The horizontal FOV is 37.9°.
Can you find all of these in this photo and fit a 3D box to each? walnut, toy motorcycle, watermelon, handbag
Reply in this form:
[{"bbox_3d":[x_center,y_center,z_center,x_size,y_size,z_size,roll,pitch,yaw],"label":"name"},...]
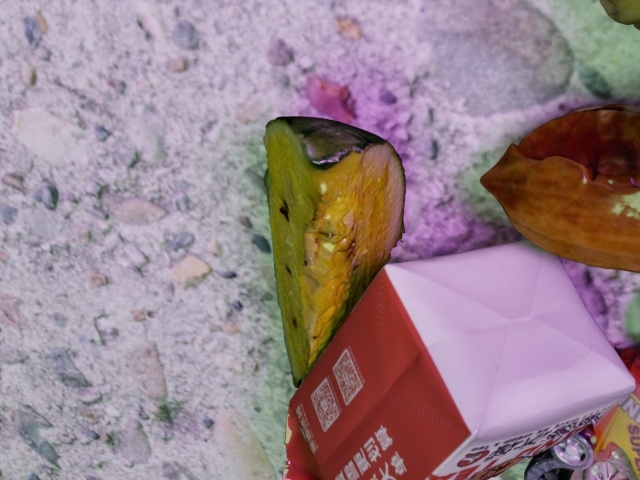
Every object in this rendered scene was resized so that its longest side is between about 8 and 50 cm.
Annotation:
[{"bbox_3d":[0.210,-0.036,0.643,0.207,0.116,0.116,5,125,29],"label":"walnut"},{"bbox_3d":[0.281,0.165,0.754,0.171,0.089,0.298,30,129,10],"label":"toy motorcycle"},{"bbox_3d":[0.000,0.000,0.731,0.123,0.129,0.301,13,141,7],"label":"watermelon"},{"bbox_3d":[0.091,0.143,0.755,0.151,0.171,0.298,63,146,28],"label":"handbag"}]

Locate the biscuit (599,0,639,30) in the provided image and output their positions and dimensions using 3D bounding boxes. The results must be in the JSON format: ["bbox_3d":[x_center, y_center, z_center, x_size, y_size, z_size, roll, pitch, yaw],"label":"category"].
[{"bbox_3d":[0.220,-0.208,0.539,0.118,0.061,0.183,8,141,-37],"label":"biscuit"}]
